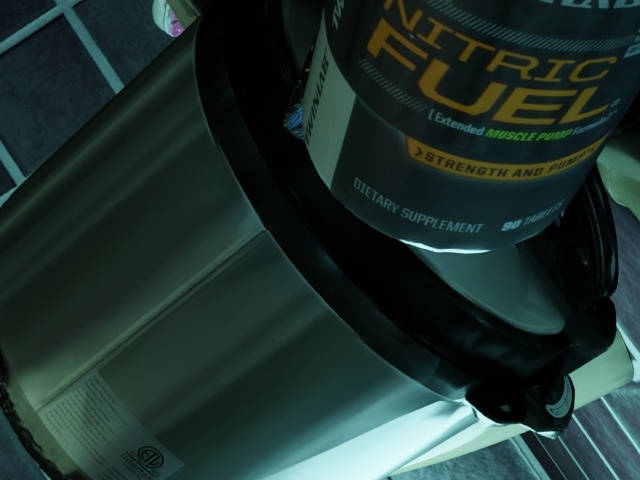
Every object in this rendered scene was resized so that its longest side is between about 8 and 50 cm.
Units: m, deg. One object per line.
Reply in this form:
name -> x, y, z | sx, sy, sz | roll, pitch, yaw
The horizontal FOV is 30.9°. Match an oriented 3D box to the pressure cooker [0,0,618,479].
pressure cooker -> -0.001, 0.003, 0.873 | 0.370, 0.420, 0.375 | 26, -143, -41

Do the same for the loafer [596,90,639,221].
loafer -> 0.186, -0.011, 0.459 | 0.092, 0.102, 0.268 | 55, -173, -19

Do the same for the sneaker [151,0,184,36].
sneaker -> -0.143, -0.335, 1.186 | 0.111, 0.103, 0.252 | 28, 123, 24

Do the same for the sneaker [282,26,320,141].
sneaker -> 0.066, -0.099, 0.601 | 0.087, 0.221, 0.083 | 43, -135, -24

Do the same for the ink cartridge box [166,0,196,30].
ink cartridge box -> -0.069, -0.261, 1.038 | 0.296, 0.066, 0.261 | 59, -154, -54

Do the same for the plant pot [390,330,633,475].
plant pot -> 0.127, 0.115, 1.174 | 0.256, 0.274, 0.256 | 55, 177, 4

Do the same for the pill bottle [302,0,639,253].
pill bottle -> 0.072, -0.109, 0.419 | 0.130, 0.130, 0.245 | 55, 155, 22
